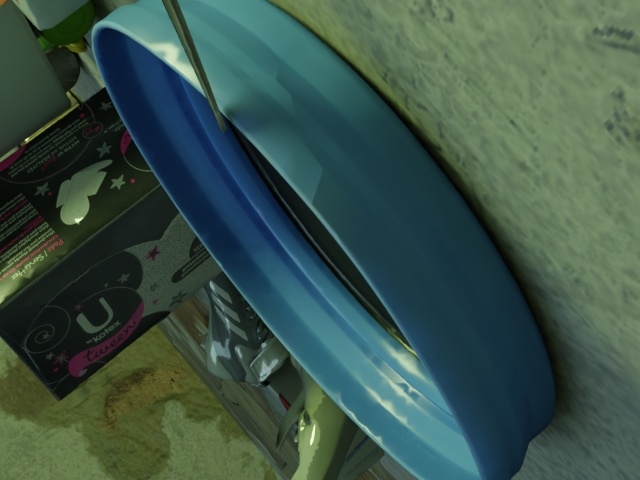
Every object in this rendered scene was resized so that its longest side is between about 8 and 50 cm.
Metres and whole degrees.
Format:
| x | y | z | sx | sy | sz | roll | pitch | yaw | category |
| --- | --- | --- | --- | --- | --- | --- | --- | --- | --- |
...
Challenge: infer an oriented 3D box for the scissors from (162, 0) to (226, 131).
| x | y | z | sx | sy | sz | roll | pitch | yaw | category |
| --- | --- | --- | --- | --- | --- | --- | --- | --- | --- |
| -0.109 | -0.197 | 0.583 | 0.109 | 0.021 | 0.297 | 19 | 133 | 57 | scissors |

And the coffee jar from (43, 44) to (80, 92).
| x | y | z | sx | sy | sz | roll | pitch | yaw | category |
| --- | --- | --- | --- | --- | --- | --- | --- | --- | --- |
| -0.364 | -0.231 | 1.367 | 0.184 | 0.096 | 0.079 | 45 | 163 | 30 | coffee jar |

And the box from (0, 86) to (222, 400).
| x | y | z | sx | sy | sz | roll | pitch | yaw | category |
| --- | --- | --- | --- | --- | --- | --- | --- | --- | --- |
| -0.200 | -0.005 | 1.073 | 0.142 | 0.247 | 0.163 | 44 | 166 | 34 | box |

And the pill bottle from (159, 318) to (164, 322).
| x | y | z | sx | sy | sz | roll | pitch | yaw | category |
| --- | --- | --- | --- | --- | --- | --- | --- | --- | --- |
| -0.280 | 0.049 | 1.770 | 0.136 | 0.136 | 0.245 | 50 | 168 | 6 | pill bottle |

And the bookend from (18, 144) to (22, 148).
| x | y | z | sx | sy | sz | roll | pitch | yaw | category |
| --- | --- | --- | --- | --- | --- | --- | --- | --- | --- |
| -0.487 | -0.169 | 1.839 | 0.156 | 0.157 | 0.072 | 50 | 168 | 8 | bookend |

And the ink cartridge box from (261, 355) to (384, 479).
| x | y | z | sx | sy | sz | roll | pitch | yaw | category |
| --- | --- | --- | --- | --- | --- | --- | --- | --- | --- |
| -0.002 | 0.191 | 1.334 | 0.127 | 0.072 | 0.175 | 44 | 165 | 29 | ink cartridge box |

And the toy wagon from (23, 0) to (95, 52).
| x | y | z | sx | sy | sz | roll | pitch | yaw | category |
| --- | --- | --- | --- | --- | --- | --- | --- | --- | --- |
| -0.312 | -0.281 | 1.104 | 0.267 | 0.068 | 0.344 | 44 | 166 | 30 | toy wagon |

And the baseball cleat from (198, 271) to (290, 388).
| x | y | z | sx | sy | sz | roll | pitch | yaw | category |
| --- | --- | --- | --- | --- | --- | --- | --- | --- | --- |
| -0.071 | 0.062 | 1.215 | 0.109 | 0.072 | 0.206 | 15 | 130 | 17 | baseball cleat |

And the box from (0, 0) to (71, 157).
| x | y | z | sx | sy | sz | roll | pitch | yaw | category |
| --- | --- | --- | --- | --- | --- | --- | --- | --- | --- |
| -0.430 | -0.122 | 1.013 | 0.215 | 0.345 | 0.168 | 46 | 166 | 23 | box |

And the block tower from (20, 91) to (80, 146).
| x | y | z | sx | sy | sz | roll | pitch | yaw | category |
| --- | --- | --- | --- | --- | --- | --- | --- | --- | --- |
| -0.420 | -0.211 | 1.634 | 0.335 | 0.097 | 0.091 | 42 | 166 | 31 | block tower |

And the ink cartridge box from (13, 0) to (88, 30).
| x | y | z | sx | sy | sz | roll | pitch | yaw | category |
| --- | --- | --- | --- | --- | --- | --- | --- | --- | --- |
| -0.235 | -0.269 | 0.818 | 0.208 | 0.087 | 0.153 | 47 | 167 | 21 | ink cartridge box |

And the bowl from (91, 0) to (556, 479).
| x | y | z | sx | sy | sz | roll | pitch | yaw | category |
| --- | --- | --- | --- | --- | --- | --- | --- | --- | --- |
| 0.000 | 0.000 | 0.777 | 0.391 | 0.077 | 0.391 | 48 | 167 | 15 | bowl |

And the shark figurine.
| x | y | z | sx | sy | sz | roll | pitch | yaw | category |
| --- | --- | --- | --- | --- | --- | --- | --- | --- | --- |
| 0.024 | 0.181 | 1.095 | 0.116 | 0.278 | 0.166 | 16 | 138 | -11 | shark figurine |
